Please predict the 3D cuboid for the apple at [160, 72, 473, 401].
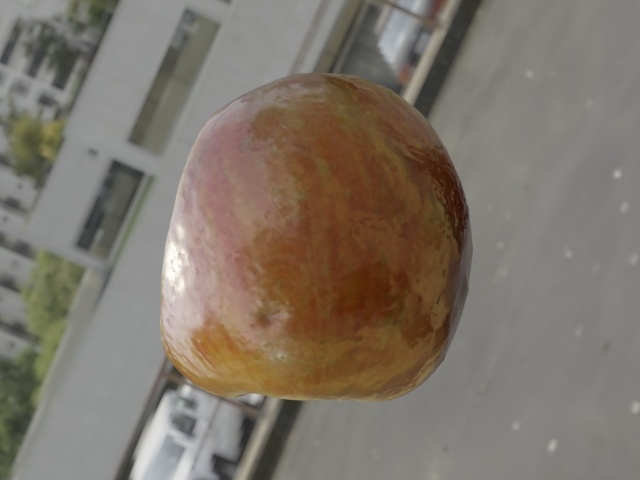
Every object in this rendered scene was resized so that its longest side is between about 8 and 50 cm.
[{"bbox_3d":[0.000,0.000,0.868,0.195,0.160,0.173,11,-103,-81],"label":"apple"}]
